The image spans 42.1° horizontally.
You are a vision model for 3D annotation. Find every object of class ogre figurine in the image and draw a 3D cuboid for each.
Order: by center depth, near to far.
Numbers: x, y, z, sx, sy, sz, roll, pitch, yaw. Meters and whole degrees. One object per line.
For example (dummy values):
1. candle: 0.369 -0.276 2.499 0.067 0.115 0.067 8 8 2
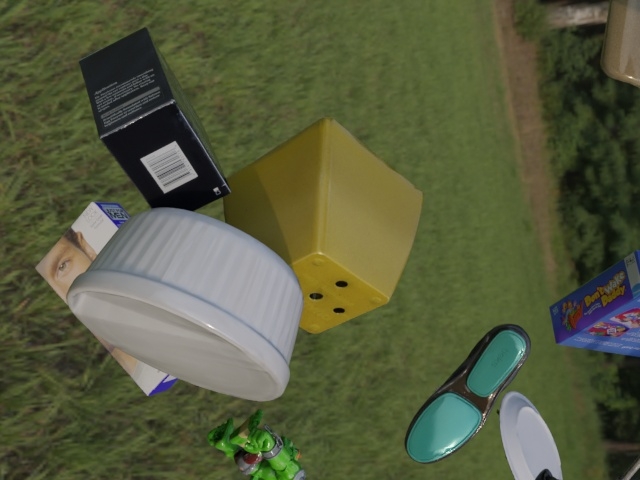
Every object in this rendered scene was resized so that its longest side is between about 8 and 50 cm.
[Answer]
1. ogre figurine: -0.092 0.318 1.226 0.118 0.197 0.097 47 42 -12

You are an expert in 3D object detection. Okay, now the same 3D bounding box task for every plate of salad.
1. plate of salad: 0.329 0.339 1.324 0.200 0.048 0.200 37 39 -38

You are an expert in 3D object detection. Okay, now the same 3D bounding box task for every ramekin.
1. ramekin: -0.144 0.071 0.966 0.127 0.273 0.273 -67 152 -24

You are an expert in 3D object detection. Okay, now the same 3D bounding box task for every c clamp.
1. c clamp: 0.493 0.343 1.256 0.022 0.137 0.160 -94 -156 -51

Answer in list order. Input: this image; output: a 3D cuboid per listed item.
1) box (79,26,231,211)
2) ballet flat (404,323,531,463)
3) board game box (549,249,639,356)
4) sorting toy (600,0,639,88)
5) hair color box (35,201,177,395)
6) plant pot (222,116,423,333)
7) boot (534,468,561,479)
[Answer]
1. box: -0.191 -0.131 0.964 0.158 0.093 0.156 64 1 42
2. ballet flat: 0.177 0.182 0.995 0.074 0.203 0.074 36 9 -7
3. board game box: 0.624 0.131 1.483 0.233 0.347 0.078 132 -37 -52
4. sorting toy: 0.375 -0.249 0.787 0.041 0.229 0.307 156 -51 -66
5. hair color box: -0.361 0.106 1.593 0.339 0.185 0.110 46 11 12
6. plant pot: 0.000 0.000 1.133 0.212 0.212 0.187 35 42 -34
7. boot: 0.242 0.381 0.871 0.091 0.229 0.263 58 -6 -37
